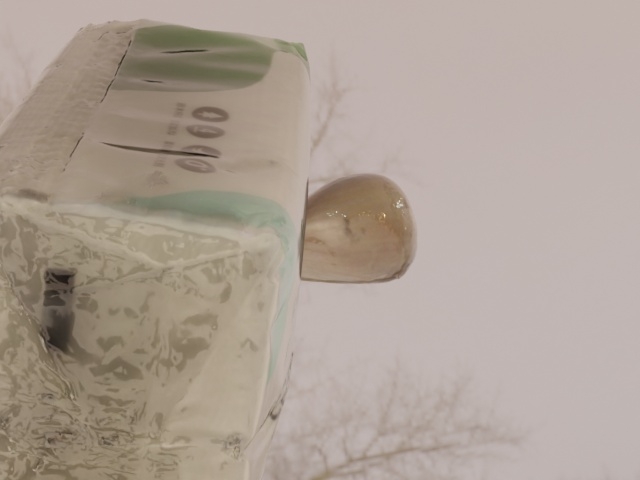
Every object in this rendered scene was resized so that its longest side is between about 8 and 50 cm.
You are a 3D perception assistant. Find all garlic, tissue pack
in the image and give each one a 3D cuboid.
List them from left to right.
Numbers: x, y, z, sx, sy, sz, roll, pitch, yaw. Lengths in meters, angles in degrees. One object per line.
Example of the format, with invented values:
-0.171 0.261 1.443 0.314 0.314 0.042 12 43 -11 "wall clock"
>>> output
-0.112 0.027 0.812 0.194 0.356 0.266 10 -66 -4 "tissue pack"
-0.001 -0.002 1.185 0.148 0.128 0.266 -52 -29 20 "garlic"
